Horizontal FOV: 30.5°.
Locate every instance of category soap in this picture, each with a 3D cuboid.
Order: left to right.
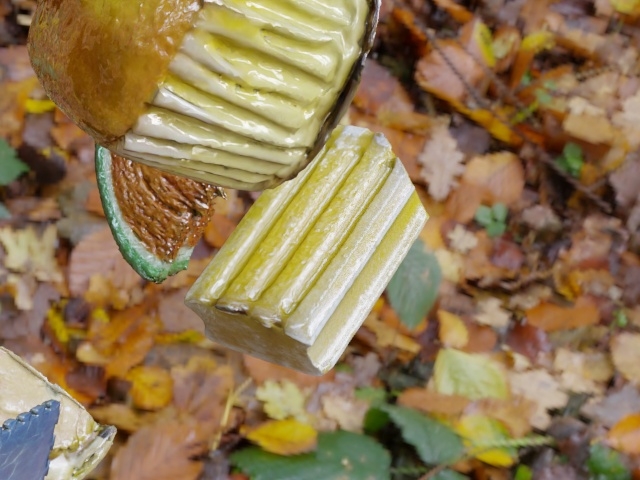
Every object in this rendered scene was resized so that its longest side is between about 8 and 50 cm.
[{"bbox_3d":[0.000,0.000,1.045,0.140,0.073,0.232,15,57,32],"label":"soap"}]

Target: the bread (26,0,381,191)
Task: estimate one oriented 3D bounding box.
[{"bbox_3d":[-0.060,-0.103,0.509,0.114,0.132,0.190,16,15,-33],"label":"bread"}]

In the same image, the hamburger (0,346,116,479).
[{"bbox_3d":[-0.356,0.231,1.350,0.207,0.135,0.155,29,50,-8],"label":"hamburger"}]

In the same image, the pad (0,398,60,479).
[{"bbox_3d":[-0.250,0.251,0.746,0.012,0.269,0.269,15,10,11],"label":"pad"}]

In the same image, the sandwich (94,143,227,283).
[{"bbox_3d":[-0.198,-0.079,1.437,0.235,0.159,0.079,60,22,17],"label":"sandwich"}]
